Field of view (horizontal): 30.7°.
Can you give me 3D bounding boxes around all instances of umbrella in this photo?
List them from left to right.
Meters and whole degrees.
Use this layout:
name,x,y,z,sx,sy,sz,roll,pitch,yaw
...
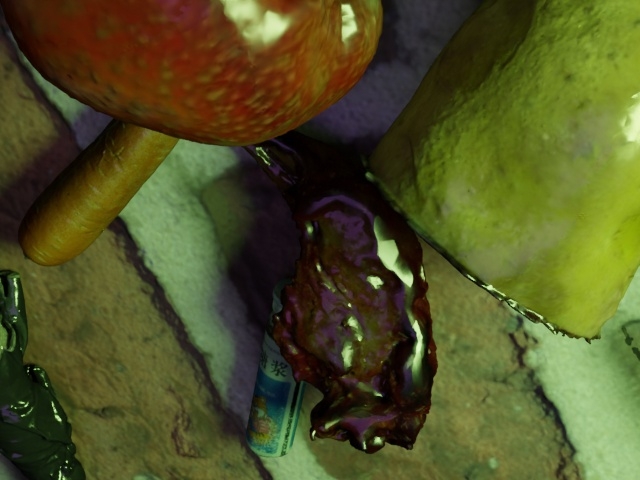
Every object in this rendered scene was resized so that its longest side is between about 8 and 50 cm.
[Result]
name,x,y,z,sx,sy,sz,roll,pitch,yaw
umbrella,-0.337,0.131,1.207,0.113,0.106,0.358,-5,126,29

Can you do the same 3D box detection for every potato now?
name,x,y,z,sx,sy,sz,roll,pitch,yaw
potato,0.183,-0.097,0.842,0.229,0.229,0.266,33,113,-4

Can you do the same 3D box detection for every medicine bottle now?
name,x,y,z,sx,sy,sz,roll,pitch,yaw
medicine bottle,-0.036,0.126,1.128,0.051,0.051,0.191,16,122,7

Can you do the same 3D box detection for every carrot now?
name,x,y,z,sx,sy,sz,roll,pitch,yaw
carrot,-0.203,-0.050,1.062,0.067,0.067,0.225,41,121,-10

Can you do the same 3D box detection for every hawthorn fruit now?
name,x,y,z,sx,sy,sz,roll,pitch,yaw
hawthorn fruit,-0.103,-0.202,0.826,0.299,0.275,0.275,7,122,7

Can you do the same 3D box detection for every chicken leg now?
name,x,y,z,sx,sy,sz,roll,pitch,yaw
chicken leg,0.000,0.000,1.012,0.158,0.096,0.407,-25,102,10
